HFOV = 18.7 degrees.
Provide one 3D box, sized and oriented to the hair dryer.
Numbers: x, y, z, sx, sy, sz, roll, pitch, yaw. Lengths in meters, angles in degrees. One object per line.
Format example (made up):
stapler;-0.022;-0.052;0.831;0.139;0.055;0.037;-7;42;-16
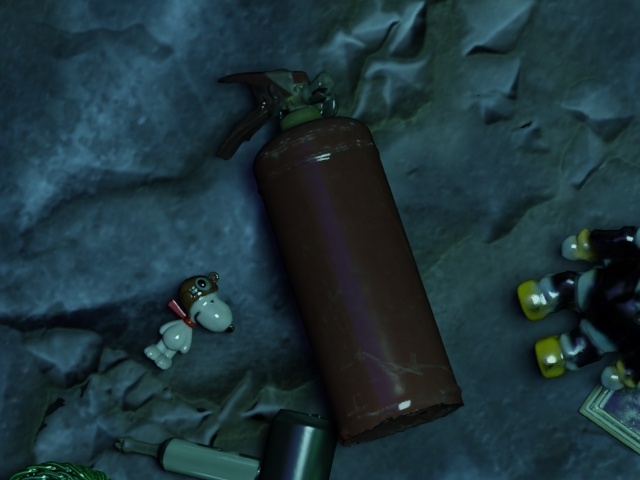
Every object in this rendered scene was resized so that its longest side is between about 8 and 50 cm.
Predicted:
hair dryer;-0.084;0.179;1.603;0.197;0.057;0.100;9;84;23

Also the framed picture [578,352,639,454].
framed picture;0.309;0.099;1.515;0.142;0.011;0.183;36;93;17

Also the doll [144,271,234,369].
doll;-0.113;0.066;1.631;0.085;0.040;0.058;-30;86;10

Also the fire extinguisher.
fire extinguisher;0.000;0.000;1.580;0.147;0.106;0.337;-29;73;37

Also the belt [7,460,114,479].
belt;-0.225;0.258;1.615;0.121;0.079;0.151;16;88;17

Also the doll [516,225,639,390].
doll;0.303;0.031;1.467;0.316;0.103;0.146;-18;62;21
